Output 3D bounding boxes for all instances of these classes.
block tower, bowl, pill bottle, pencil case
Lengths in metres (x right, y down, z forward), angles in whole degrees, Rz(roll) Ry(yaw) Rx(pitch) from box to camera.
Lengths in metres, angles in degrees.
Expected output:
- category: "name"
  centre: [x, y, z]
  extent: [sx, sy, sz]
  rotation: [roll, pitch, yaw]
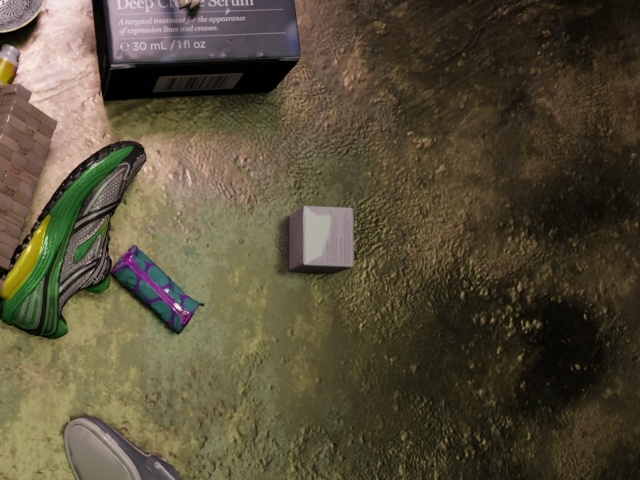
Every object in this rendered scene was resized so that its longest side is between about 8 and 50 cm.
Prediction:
- category: "block tower"
  centre: [-0.494, -0.063, 1.510]
  extent: [0.097, 0.090, 0.336]
  rotation: [37, 58, -50]
- category: "bowl"
  centre: [-0.515, -0.399, 1.587]
  extent: [0.170, 0.080, 0.170]
  rotation: [1, 87, -20]
- category: "pill bottle"
  centre: [-0.503, -0.265, 1.598]
  extent: [0.043, 0.043, 0.083]
  rotation: [25, 78, -12]
- category: "pencil case"
  centre: [-0.261, 0.077, 1.617]
  extent: [0.151, 0.070, 0.064]
  rotation: [43, 75, -7]

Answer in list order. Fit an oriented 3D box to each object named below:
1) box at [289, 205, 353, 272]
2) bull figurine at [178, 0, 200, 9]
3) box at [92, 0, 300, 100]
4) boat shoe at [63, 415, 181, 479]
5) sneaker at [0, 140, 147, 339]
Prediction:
- category: "box"
  centre: [0.000, 0.000, 1.684]
  extent: [0.087, 0.101, 0.102]
  rotation: [1, 82, -16]
- category: "bull figurine"
  centre: [-0.193, -0.440, 1.459]
  extent: [0.310, 0.101, 0.188]
  rotation: [-33, 97, -14]
- category: "box"
  centre: [-0.214, -0.442, 1.614]
  extent: [0.293, 0.212, 0.396]
  rotation: [-6, 85, -16]
- category: "boat shoe"
  centre: [-0.270, 0.391, 1.585]
  extent: [0.319, 0.116, 0.099]
  rotation: [47, 31, 0]
- category: "sneaker"
  centre: [-0.371, -0.005, 1.578]
  extent: [0.146, 0.134, 0.344]
  rotation: [34, 85, -17]
